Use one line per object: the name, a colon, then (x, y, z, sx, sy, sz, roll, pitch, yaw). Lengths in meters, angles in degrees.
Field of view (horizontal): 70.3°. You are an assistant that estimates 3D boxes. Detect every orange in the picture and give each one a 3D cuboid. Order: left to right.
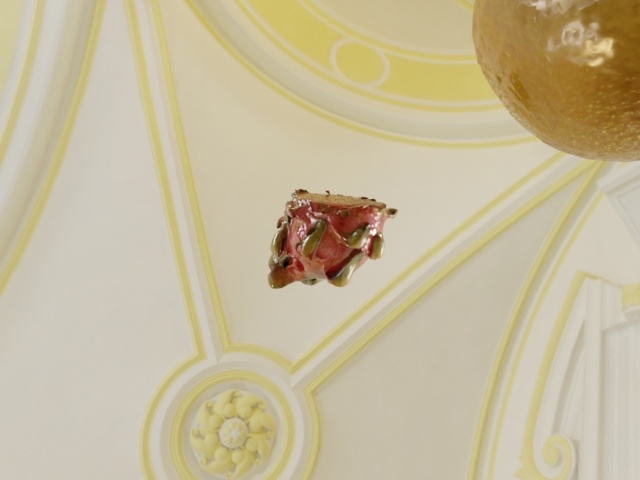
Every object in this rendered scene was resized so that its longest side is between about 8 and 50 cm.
orange: (0.274, -0.204, 0.382, 0.275, 0.274, 0.273, 5, -111, -14)

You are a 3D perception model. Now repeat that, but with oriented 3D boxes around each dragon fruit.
dragon fruit: (0.000, 0.000, 0.609, 0.133, 0.208, 0.149, 3, -127, -57)
